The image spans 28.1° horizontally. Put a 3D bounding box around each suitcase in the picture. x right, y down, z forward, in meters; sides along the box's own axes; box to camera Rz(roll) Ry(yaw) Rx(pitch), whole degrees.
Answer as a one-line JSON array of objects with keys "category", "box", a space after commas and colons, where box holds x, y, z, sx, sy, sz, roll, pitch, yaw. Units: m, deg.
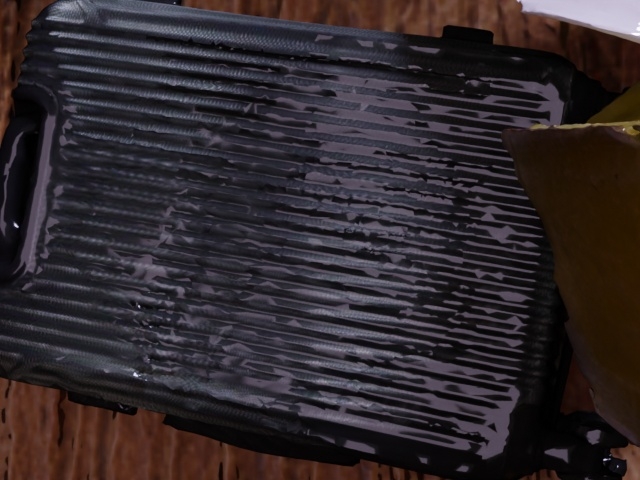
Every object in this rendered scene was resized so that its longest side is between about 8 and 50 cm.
[{"category": "suitcase", "box": [0.000, 0.000, 0.603, 0.312, 0.128, 0.202, 9, 88, 15]}]

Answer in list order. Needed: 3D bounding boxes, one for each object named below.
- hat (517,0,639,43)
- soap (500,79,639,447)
[{"category": "hat", "box": [0.154, -0.151, 0.516, 0.203, 0.203, 0.126, 16, 110, 18]}, {"category": "soap", "box": [0.156, 0.014, 0.403, 0.076, 0.233, 0.135, -24, 102, -16]}]
